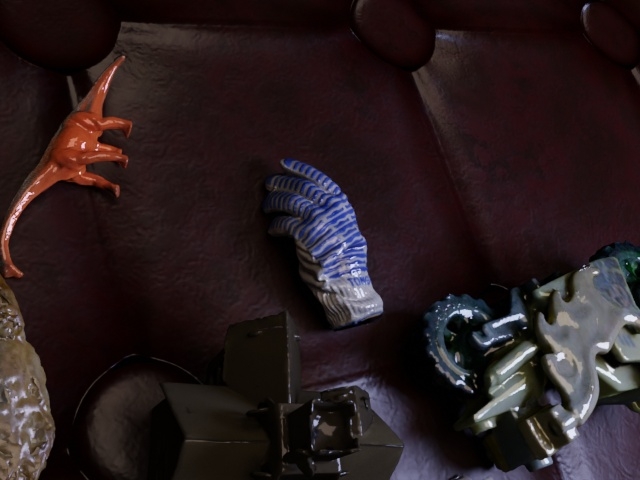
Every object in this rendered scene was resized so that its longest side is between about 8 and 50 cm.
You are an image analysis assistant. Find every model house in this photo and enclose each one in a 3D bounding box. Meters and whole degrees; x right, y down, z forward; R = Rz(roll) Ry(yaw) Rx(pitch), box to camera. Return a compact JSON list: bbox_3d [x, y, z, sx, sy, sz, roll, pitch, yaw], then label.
[{"bbox_3d":[-0.039,0.168,0.702,0.211,0.243,0.204,7,65,-24],"label":"model house"}]

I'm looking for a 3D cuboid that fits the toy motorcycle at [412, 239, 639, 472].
[{"bbox_3d":[0.313,0.140,0.952,0.410,0.169,0.237,-13,68,-26],"label":"toy motorcycle"}]

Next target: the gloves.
[{"bbox_3d":[0.006,0.000,0.907,0.229,0.097,0.119,59,25,13],"label":"gloves"}]

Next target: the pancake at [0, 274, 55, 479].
[{"bbox_3d":[-0.417,0.154,0.612,0.386,0.082,0.387,9,65,-19],"label":"pancake"}]

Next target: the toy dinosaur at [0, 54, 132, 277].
[{"bbox_3d":[-0.262,-0.082,0.824,0.101,0.055,0.280,15,62,-10],"label":"toy dinosaur"}]

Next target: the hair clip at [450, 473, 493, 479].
[{"bbox_3d":[0.208,0.372,0.859,0.140,0.054,0.220,-15,79,-38],"label":"hair clip"}]
